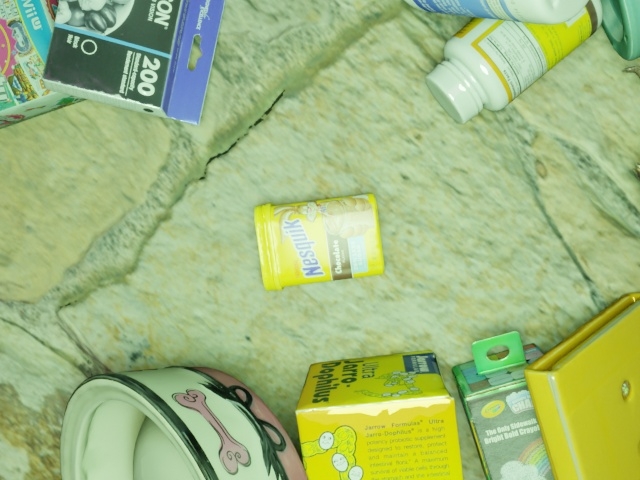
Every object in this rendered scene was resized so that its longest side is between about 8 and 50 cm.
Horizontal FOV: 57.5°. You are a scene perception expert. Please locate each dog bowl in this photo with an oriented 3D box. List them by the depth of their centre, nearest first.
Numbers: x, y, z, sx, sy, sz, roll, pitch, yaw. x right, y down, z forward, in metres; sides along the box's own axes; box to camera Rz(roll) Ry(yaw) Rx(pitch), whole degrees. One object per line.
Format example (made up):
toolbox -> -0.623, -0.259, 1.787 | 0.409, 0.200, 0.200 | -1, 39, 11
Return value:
dog bowl -> -0.173, 0.349, 0.758 | 0.408, 0.150, 0.408 | 10, 106, 40

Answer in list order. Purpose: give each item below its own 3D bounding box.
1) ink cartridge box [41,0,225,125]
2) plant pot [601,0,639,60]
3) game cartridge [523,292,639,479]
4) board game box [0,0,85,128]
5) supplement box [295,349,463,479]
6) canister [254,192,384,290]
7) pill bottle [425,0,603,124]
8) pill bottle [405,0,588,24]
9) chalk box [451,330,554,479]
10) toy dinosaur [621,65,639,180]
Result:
ink cartridge box -> -0.243, -0.281, 0.787 | 0.208, 0.045, 0.206 | 11, 86, -18
plant pot -> 0.459, -0.350, 0.680 | 0.255, 0.272, 0.271 | -20, 94, 21
game cartridge -> 0.392, 0.264, 0.755 | 0.285, 0.053, 0.323 | -19, 97, -37
board game box -> -0.505, -0.271, 0.833 | 0.303, 0.097, 0.224 | -18, 94, 5
supplement box -> 0.093, 0.357, 0.799 | 0.195, 0.194, 0.356 | -7, 95, 5
canister -> 0.000, 0.000, 0.832 | 0.170, 0.073, 0.126 | -7, 95, 4
pill bottle -> 0.246, -0.254, 0.765 | 0.215, 0.117, 0.117 | -39, 92, 7
pill bottle -> 0.177, -0.346, 0.688 | 0.272, 0.152, 0.152 | 29, 99, 43
chalk box -> 0.266, 0.229, 0.806 | 0.132, 0.132, 0.213 | -16, 93, 7
toy dinosaur -> 0.520, -0.143, 0.760 | 0.296, 0.127, 0.200 | -12, 102, -7
